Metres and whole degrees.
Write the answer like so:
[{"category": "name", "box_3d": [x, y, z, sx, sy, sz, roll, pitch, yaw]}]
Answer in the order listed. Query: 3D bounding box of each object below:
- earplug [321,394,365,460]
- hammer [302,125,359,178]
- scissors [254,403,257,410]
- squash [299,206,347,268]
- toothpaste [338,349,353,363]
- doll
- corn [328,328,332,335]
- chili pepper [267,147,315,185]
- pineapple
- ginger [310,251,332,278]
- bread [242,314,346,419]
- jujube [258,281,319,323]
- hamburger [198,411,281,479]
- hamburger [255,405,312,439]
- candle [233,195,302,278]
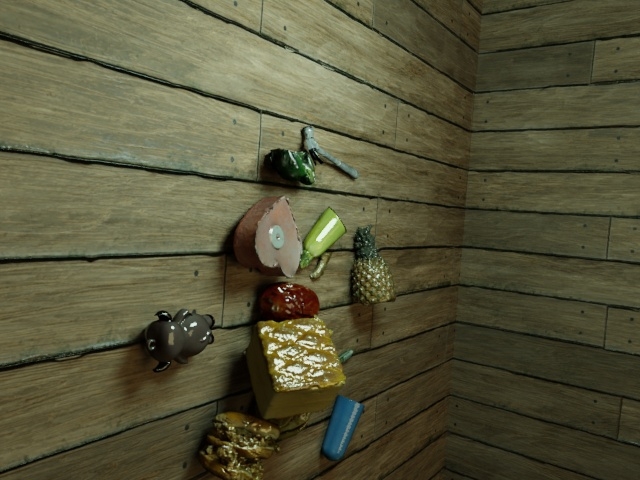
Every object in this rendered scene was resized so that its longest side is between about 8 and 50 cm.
[{"category": "earplug", "box_3d": [0.090, 0.841, 2.367, 0.132, 0.132, 0.273, 42, 65, -48]}, {"category": "hammer", "box_3d": [0.058, -0.336, 2.190, 0.427, 0.044, 0.152, 16, 55, -60]}, {"category": "scissors", "box_3d": [-0.129, 0.646, 2.106, 0.360, 0.029, 0.191, -9, 100, -51]}, {"category": "squash", "box_3d": [0.004, -0.010, 2.120, 0.287, 0.137, 0.137, -49, 132, -35]}, {"category": "toothpaste", "box_3d": [0.085, 0.540, 2.392, 0.204, 0.031, 0.049, -24, 113, -48]}, {"category": "doll", "box_3d": [-0.419, 0.283, 1.583, 0.257, 0.117, 0.182, -6, 98, -54]}, {"category": "corn", "box_3d": [0.019, 0.400, 2.273, 0.092, 0.037, 0.037, -2, 97, -53]}, {"category": "chili pepper", "box_3d": [-0.104, -0.267, 1.924, 0.264, 0.116, 0.148, -6, 74, -76]}, {"category": "pineapple", "box_3d": [0.229, 0.111, 2.399, 0.202, 0.202, 0.362, -14, 99, -52]}, {"category": "ginger", "box_3d": [0.005, 0.102, 2.207, 0.057, 0.044, 0.137, 84, 31, -70]}, {"category": "bread", "box_3d": [-0.092, 0.432, 1.821, 0.279, 0.279, 0.207, -1, 135, -29]}, {"category": "jujube", "box_3d": [-0.111, 0.237, 1.954, 0.250, 0.174, 0.174, 24, 75, -53]}, {"category": "hamburger", "box_3d": [-0.260, 0.684, 1.764, 0.260, 0.245, 0.211, 21, 71, -12]}, {"category": "hamburger", "box_3d": [-0.104, 0.591, 1.950, 0.309, 0.211, 0.132, -59, 137, -37]}, {"category": "candle", "box_3d": [-0.186, -0.021, 1.861, 0.317, 0.131, 0.287, 26, 67, -63]}]
